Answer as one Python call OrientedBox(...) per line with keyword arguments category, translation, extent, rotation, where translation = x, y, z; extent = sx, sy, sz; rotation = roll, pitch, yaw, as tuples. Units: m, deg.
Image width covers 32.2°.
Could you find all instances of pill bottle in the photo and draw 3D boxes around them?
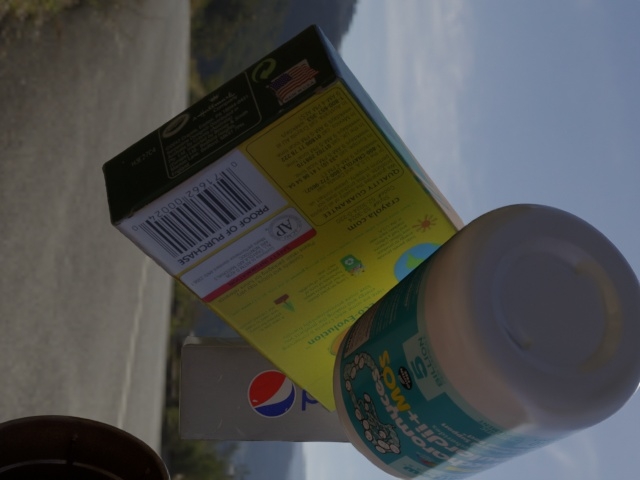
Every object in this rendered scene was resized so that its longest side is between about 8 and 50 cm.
OrientedBox(category="pill bottle", translation=(0.099, 0.087, 0.773), extent=(0.264, 0.146, 0.146), rotation=(130, -37, -61))

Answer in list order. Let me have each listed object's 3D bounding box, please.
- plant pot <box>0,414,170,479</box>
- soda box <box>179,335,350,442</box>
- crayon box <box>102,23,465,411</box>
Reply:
OrientedBox(category="plant pot", translation=(-0.223, 0.258, 0.922), extent=(0.167, 0.167, 0.165), rotation=(-100, -157, -69))
OrientedBox(category="soda box", translation=(0.001, 0.150, 1.130), extent=(0.091, 0.286, 0.098), rotation=(-159, -110, -86))
OrientedBox(category="crayon box", translation=(0.000, 0.000, 0.909), extent=(0.318, 0.202, 0.081), rotation=(48, 15, -42))
